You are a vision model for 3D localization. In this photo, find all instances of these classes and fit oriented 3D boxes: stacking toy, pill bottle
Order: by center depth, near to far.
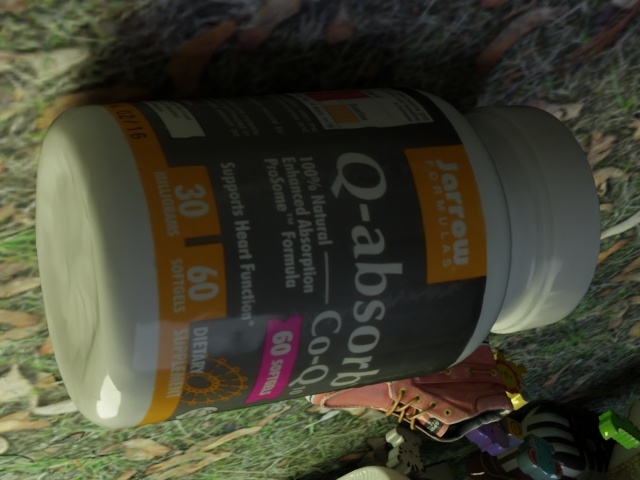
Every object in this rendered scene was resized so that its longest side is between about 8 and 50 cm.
[{"bbox_3d":[0.000,0.000,0.602,0.278,0.162,0.162,-7,148,-25],"label":"pill bottle"},{"bbox_3d":[0.196,0.208,1.128,0.221,0.052,0.167,28,128,-26],"label":"stacking toy"}]

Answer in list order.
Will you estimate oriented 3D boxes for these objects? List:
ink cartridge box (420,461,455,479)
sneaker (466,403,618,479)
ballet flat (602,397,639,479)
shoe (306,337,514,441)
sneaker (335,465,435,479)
[{"bbox_3d":[0.103,0.324,1.328,0.099,0.056,0.135,-12,149,-16],"label":"ink cartridge box"},{"bbox_3d":[0.269,0.277,1.335,0.162,0.106,0.281,-31,140,27],"label":"sneaker"},{"bbox_3d":[0.407,0.194,1.221,0.348,0.123,0.123,-40,148,7],"label":"ballet flat"},{"bbox_3d":[0.078,0.133,0.962,0.178,0.081,0.063,-10,149,-20],"label":"shoe"},{"bbox_3d":[0.050,0.343,1.167,0.236,0.130,0.322,29,135,-33],"label":"sneaker"}]
